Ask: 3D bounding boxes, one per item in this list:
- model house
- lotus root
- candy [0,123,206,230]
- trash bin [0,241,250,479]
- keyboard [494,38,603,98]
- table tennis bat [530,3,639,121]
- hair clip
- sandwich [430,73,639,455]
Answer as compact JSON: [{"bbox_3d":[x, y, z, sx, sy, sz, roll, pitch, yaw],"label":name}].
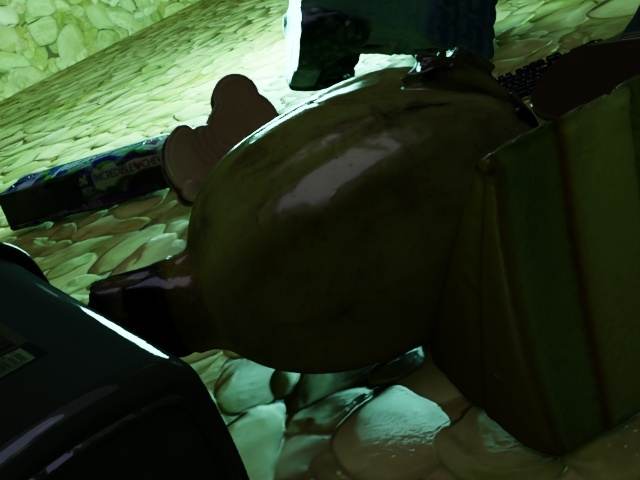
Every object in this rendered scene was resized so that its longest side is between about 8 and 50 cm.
[{"bbox_3d":[0.122,-0.315,1.167,0.329,0.252,0.295,0,-2,-5],"label":"model house"},{"bbox_3d":[0.000,0.000,0.580,0.309,0.183,0.183,-27,23,-10],"label":"lotus root"},{"bbox_3d":[-0.260,-0.084,1.142,0.312,0.061,0.088,-15,21,17],"label":"candy"},{"bbox_3d":[-0.188,0.119,0.480,0.209,0.182,0.290,-35,31,-32],"label":"trash bin"},{"bbox_3d":[0.221,-0.170,0.959,0.195,0.018,0.060,-23,25,-2],"label":"keyboard"},{"bbox_3d":[0.305,-0.188,0.896,0.154,0.021,0.274,0,36,37],"label":"table tennis bat"},{"bbox_3d":[-0.105,-0.106,0.999,0.102,0.123,0.138,-41,0,41],"label":"hair clip"},{"bbox_3d":[0.112,-0.001,0.471,0.117,0.187,0.144,-27,29,-13],"label":"sandwich"}]
